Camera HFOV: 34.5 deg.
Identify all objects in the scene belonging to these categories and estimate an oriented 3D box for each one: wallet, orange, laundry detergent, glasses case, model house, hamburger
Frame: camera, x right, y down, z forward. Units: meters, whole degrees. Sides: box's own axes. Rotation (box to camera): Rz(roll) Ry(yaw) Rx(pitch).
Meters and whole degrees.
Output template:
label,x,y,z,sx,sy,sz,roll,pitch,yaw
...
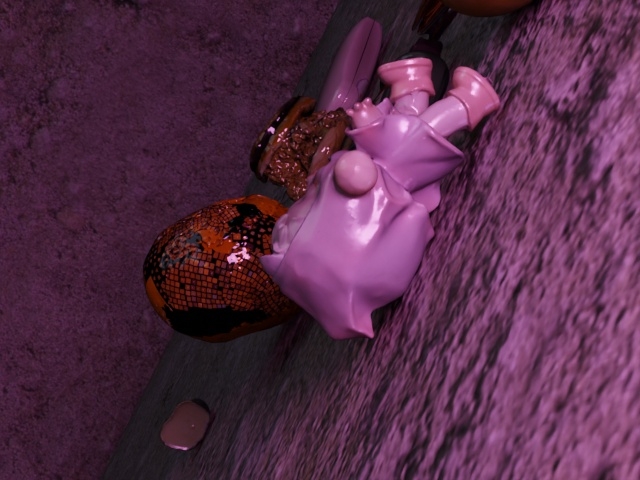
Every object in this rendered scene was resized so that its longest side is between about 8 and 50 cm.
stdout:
label,x,y,z,sx,sy,sz,roll,pitch,yaw
wallet,0.197,-0.385,1.429,0.195,0.042,0.161,-53,12,44
orange,-0.117,0.037,1.346,0.234,0.234,0.182,-161,56,-81
laundry detergent,0.100,-0.157,1.192,0.222,0.078,0.144,-63,11,-25
glasses case,0.053,-0.300,1.859,0.113,0.075,0.297,-55,11,42
model house,-0.210,0.284,1.608,0.079,0.066,0.083,-60,8,-3
hamburger,-0.013,-0.131,1.482,0.159,0.131,0.185,-59,-13,-10

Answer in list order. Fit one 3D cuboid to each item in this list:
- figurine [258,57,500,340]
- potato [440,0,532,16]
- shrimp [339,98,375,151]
label,x,y,z,sx,sy,sz,roll,pitch,yaw
figurine,0.055,-0.044,0.946,0.276,0.133,0.200,-58,-4,-9
potato,0.181,-0.298,1.008,0.234,0.146,0.150,160,107,-75
shrimp,0.042,-0.099,1.386,0.254,0.059,0.145,-66,7,-28
